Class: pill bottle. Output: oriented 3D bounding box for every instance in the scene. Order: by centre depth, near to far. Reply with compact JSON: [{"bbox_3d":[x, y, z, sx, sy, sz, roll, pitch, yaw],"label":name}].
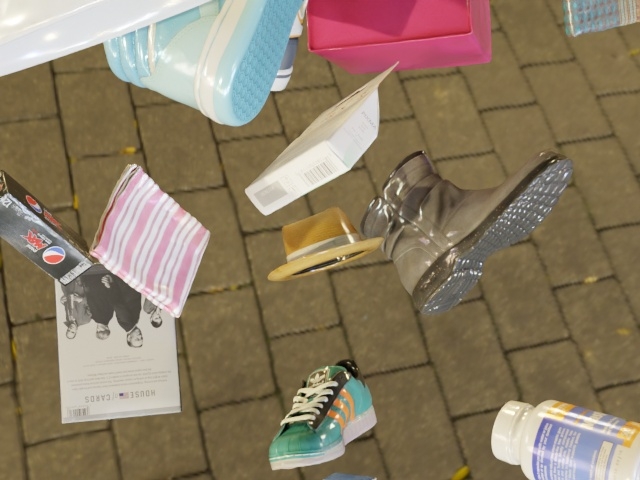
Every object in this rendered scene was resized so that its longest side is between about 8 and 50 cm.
[{"bbox_3d":[0.447,0.368,1.708,0.272,0.152,0.152,12,49,38],"label":"pill bottle"}]

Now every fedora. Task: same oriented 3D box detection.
[{"bbox_3d":[0.000,0.000,1.421,0.194,0.194,0.079,-16,84,-20],"label":"fedora"}]

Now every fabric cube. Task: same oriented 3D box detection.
[{"bbox_3d":[0.127,-0.414,1.530,0.254,0.258,0.259,-2,91,17],"label":"fabric cube"}]

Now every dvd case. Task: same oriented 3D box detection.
[{"bbox_3d":[-0.309,0.150,1.478,0.179,0.029,0.239,-5,80,-5],"label":"dvd case"}]

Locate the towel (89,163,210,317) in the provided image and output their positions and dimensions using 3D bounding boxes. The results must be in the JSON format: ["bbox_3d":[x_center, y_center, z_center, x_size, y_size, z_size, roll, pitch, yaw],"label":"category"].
[{"bbox_3d":[-0.229,0.003,1.348,0.029,0.197,0.144,-1,59,34],"label":"towel"}]

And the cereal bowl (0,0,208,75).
[{"bbox_3d":[-0.170,-0.220,0.689,0.339,0.339,0.141,-25,103,-24],"label":"cereal bowl"}]

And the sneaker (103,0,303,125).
[{"bbox_3d":[-0.116,-0.285,0.971,0.208,0.127,0.319,17,76,20],"label":"sneaker"}]

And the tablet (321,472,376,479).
[{"bbox_3d":[0.026,0.276,1.098,0.054,0.083,0.006,1,89,22],"label":"tablet"}]

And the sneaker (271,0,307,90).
[{"bbox_3d":[-0.090,-0.314,1.261,0.126,0.127,0.321,6,30,-24],"label":"sneaker"}]

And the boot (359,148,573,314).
[{"bbox_3d":[0.207,-0.067,1.500,0.118,0.338,0.223,15,35,-52],"label":"boot"}]

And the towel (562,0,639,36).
[{"bbox_3d":[0.397,-0.476,1.302,0.271,0.040,0.370,-18,106,-33],"label":"towel"}]

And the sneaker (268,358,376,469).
[{"bbox_3d":[-0.005,0.261,1.483,0.108,0.302,0.121,-14,91,22],"label":"sneaker"}]

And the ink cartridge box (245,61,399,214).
[{"bbox_3d":[0.017,-0.140,1.340,0.056,0.181,0.225,52,47,-11],"label":"ink cartridge box"}]

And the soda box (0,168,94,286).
[{"bbox_3d":[-0.371,-0.014,1.259,0.053,0.169,0.060,-37,43,4],"label":"soda box"}]
